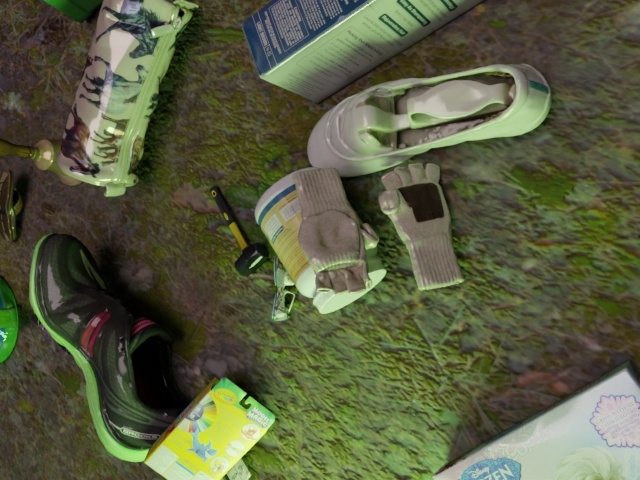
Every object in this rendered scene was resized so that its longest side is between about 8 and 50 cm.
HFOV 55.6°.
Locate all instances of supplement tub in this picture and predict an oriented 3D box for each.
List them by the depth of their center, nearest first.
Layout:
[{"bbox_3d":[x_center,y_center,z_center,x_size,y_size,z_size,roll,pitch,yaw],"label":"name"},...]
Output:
[{"bbox_3d":[0.000,0.000,0.965,0.144,0.144,0.199,-40,70,24],"label":"supplement tub"}]

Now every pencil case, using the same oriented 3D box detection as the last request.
[{"bbox_3d":[-0.380,-0.299,1.181,0.183,0.160,0.410,33,106,42],"label":"pencil case"}]

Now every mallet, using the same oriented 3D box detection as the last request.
[{"bbox_3d":[-0.153,-0.029,1.121,0.062,0.039,0.189,-34,69,26],"label":"mallet"}]

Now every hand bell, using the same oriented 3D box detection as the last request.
[{"bbox_3d":[-0.617,-0.185,1.271,0.126,0.242,0.126,0,90,30],"label":"hand bell"}]

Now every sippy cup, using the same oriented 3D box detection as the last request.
[{"bbox_3d":[-0.887,0.198,1.437,0.305,0.224,0.240,-47,68,22],"label":"sippy cup"}]

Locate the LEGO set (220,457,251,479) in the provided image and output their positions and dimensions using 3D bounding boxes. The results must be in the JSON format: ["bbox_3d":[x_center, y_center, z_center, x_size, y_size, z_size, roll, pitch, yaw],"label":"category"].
[{"bbox_3d":[-0.134,0.519,1.107,0.244,0.060,0.182,47,112,35],"label":"LEGO set"}]

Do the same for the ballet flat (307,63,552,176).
[{"bbox_3d":[0.127,-0.186,0.901,0.400,0.139,0.139,-8,86,30],"label":"ballet flat"}]

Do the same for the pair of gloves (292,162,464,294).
[{"bbox_3d":[0.084,-0.023,0.886,0.240,0.042,0.204,-2,66,-12],"label":"pair of gloves"}]

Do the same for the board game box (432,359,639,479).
[{"bbox_3d":[0.364,0.376,0.795,0.319,0.066,0.318,-41,70,23],"label":"board game box"}]

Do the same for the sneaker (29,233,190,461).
[{"bbox_3d":[-0.396,0.182,1.197,0.202,0.185,0.482,-34,82,17],"label":"sneaker"}]

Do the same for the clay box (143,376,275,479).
[{"bbox_3d":[-0.193,0.345,1.083,0.127,0.053,0.222,41,99,-11],"label":"clay box"}]

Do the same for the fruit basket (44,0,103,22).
[{"bbox_3d":[-0.618,-0.656,1.249,0.392,0.283,0.392,-1,86,16],"label":"fruit basket"}]

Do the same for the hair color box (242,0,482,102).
[{"bbox_3d":[0.073,-0.351,0.909,0.347,0.174,0.105,-26,76,27],"label":"hair color box"}]

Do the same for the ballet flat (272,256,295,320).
[{"bbox_3d":[-0.064,0.085,1.069,0.041,0.041,0.114,3,91,30],"label":"ballet flat"}]

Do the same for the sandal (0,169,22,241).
[{"bbox_3d":[-0.743,-0.085,1.461,0.072,0.049,0.180,20,114,35],"label":"sandal"}]

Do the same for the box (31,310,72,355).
[{"bbox_3d":[-0.584,0.169,1.372,0.162,0.029,0.116,30,104,26],"label":"box"}]
